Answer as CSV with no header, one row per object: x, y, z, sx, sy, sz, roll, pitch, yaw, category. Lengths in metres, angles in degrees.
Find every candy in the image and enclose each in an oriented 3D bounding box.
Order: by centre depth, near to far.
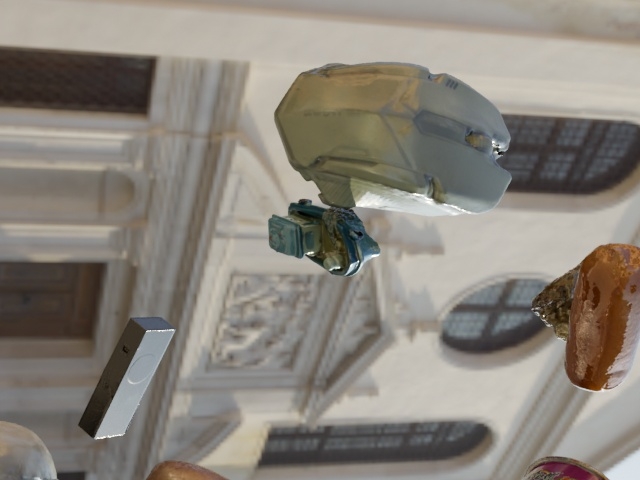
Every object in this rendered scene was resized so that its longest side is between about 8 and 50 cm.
-0.554,0.401,1.812,0.185,0.296,0.295,44,-43,29,candy

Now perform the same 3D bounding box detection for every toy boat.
0.000,0.000,1.805,0.238,0.098,0.109,23,-62,54,toy boat

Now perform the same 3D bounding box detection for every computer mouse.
0.135,-0.159,1.763,0.145,0.429,0.228,-17,-112,59,computer mouse

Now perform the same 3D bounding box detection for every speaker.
-0.324,0.231,1.924,0.044,0.082,0.218,36,-75,29,speaker

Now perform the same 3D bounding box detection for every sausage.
0.375,0.103,1.491,0.098,0.098,0.238,-113,-162,-51,sausage

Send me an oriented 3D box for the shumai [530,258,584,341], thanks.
0.375,0.093,1.676,0.105,0.123,0.139,58,-7,1,shumai

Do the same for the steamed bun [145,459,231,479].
-0.116,0.423,1.338,0.199,0.251,0.301,8,-41,43,steamed bun

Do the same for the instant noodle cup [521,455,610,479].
0.327,0.465,1.655,0.251,0.190,0.251,32,-46,40,instant noodle cup
